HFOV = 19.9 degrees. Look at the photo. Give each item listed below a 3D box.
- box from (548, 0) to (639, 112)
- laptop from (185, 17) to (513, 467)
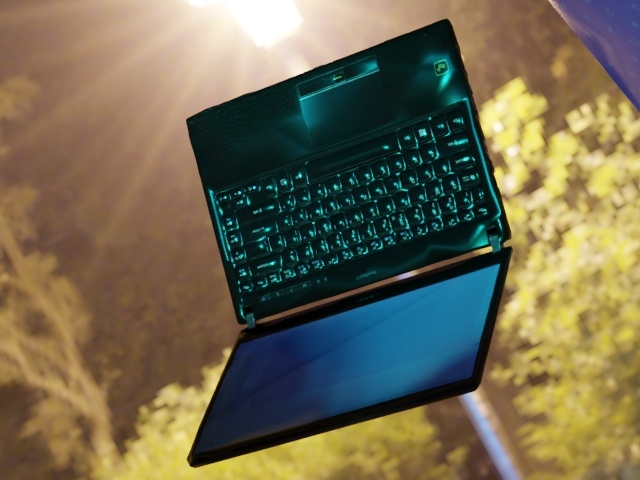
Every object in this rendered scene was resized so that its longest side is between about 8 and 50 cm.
[{"bbox_3d":[0.226,-0.088,0.742,0.201,0.293,0.057,-52,23,-22],"label":"box"},{"bbox_3d":[0.000,0.000,1.284,0.234,0.264,0.136,-18,-7,26],"label":"laptop"}]
